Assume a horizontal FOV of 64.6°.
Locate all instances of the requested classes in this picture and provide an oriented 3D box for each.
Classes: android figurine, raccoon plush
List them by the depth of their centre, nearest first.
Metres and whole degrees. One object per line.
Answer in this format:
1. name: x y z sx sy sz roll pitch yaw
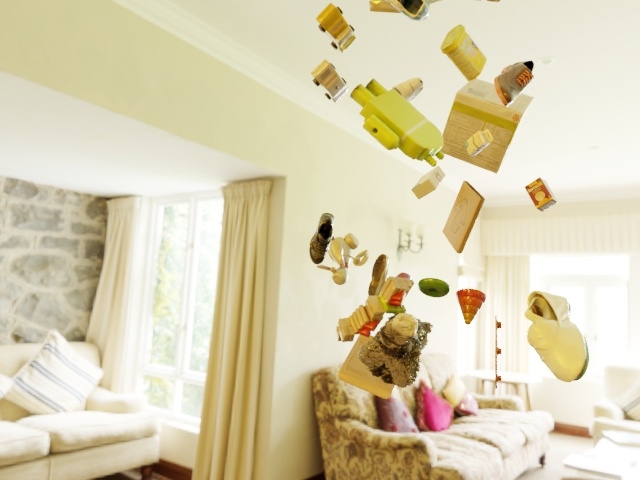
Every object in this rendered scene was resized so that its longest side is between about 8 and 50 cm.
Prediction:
1. android figurine: 0.200 -0.289 1.258 0.056 0.273 0.248 -49 -3 38
2. raccoon plush: 0.320 0.311 1.746 0.216 0.299 0.446 38 -35 5

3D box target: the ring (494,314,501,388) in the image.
1. ring: 0.822 0.513 2.342 0.032 0.336 0.336 -1 -8 20

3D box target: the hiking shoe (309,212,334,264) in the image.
1. hiking shoe: 0.000 0.000 2.098 0.086 0.227 0.114 13 16 0

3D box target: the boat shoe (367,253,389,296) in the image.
1. boat shoe: 0.252 0.148 2.093 0.072 0.190 0.068 10 13 -30

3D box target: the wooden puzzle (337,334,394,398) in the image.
1. wooden puzzle: 0.213 0.499 2.027 0.221 0.238 0.044 18 -44 19

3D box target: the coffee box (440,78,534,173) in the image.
1. coffee box: 0.854 -0.599 2.628 0.338 0.334 0.337 26 39 19

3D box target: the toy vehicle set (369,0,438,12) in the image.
1. toy vehicle set: 0.322 -0.830 1.729 0.267 0.035 0.166 -26 35 -20

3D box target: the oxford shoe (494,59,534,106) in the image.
1. oxford shoe: 0.657 -0.541 1.706 0.098 0.271 0.097 -21 -63 42

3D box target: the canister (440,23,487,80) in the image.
1. canister: 0.533 -0.691 1.875 0.170 0.126 0.073 40 -27 -24

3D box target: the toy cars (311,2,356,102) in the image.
1. toy cars: 0.061 -0.689 1.925 0.176 0.087 0.393 -18 -41 -24

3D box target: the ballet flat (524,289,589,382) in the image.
1. ballet flat: 0.622 0.245 1.383 0.139 0.139 0.400 1 18 19

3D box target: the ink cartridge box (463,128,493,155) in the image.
1. ink cartridge box: 0.504 -0.315 1.617 0.028 0.048 0.083 -1 -30 -38

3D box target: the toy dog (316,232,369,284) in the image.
1. toy dog: 0.077 0.057 2.347 0.161 0.220 0.333 41 5 -15

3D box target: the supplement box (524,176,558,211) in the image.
1. supplement box: 0.649 -0.135 1.490 0.043 0.083 0.055 15 -43 -42

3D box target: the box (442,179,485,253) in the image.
1. box: 0.472 -0.080 1.685 0.021 0.201 0.164 11 25 -11

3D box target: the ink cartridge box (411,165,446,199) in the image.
1. ink cartridge box: 0.405 -0.217 1.893 0.088 0.052 0.122 -32 9 44

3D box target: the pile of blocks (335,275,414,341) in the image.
1. pile of blocks: 0.210 0.284 1.863 0.362 0.112 0.149 -43 -52 19

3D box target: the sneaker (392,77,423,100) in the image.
1. sneaker: 0.387 -0.647 2.202 0.129 0.111 0.297 -28 12 14

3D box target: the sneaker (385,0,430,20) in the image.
1. sneaker: 0.238 -0.761 1.559 0.237 0.085 0.086 38 14 12

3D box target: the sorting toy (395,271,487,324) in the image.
1. sorting toy: 0.453 0.232 1.949 0.366 0.126 0.127 16 -30 2
